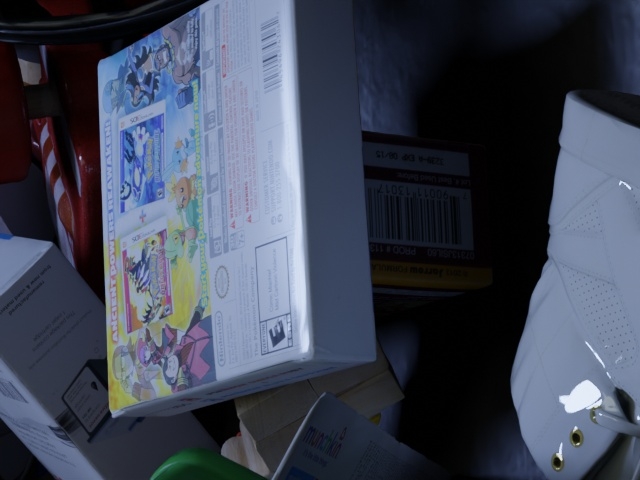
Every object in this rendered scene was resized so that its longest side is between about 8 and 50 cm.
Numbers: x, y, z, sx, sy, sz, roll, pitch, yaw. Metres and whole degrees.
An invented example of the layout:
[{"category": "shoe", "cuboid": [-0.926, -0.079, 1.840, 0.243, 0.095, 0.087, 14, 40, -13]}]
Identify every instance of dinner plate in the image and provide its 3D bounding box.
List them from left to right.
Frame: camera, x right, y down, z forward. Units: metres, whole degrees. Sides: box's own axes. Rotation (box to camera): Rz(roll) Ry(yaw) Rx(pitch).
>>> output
[{"category": "dinner plate", "cuboid": [-0.245, 0.144, 1.483, 0.141, 0.017, 0.141, -34, 50, 52]}]

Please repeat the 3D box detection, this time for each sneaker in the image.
[{"category": "sneaker", "cuboid": [0.172, 0.055, 0.738, 0.292, 0.108, 0.169, -135, 54, -64]}]

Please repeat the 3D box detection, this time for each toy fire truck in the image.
[{"category": "toy fire truck", "cuboid": [-0.183, -0.098, 1.307, 0.254, 0.169, 0.302, 100, 155, -50]}]

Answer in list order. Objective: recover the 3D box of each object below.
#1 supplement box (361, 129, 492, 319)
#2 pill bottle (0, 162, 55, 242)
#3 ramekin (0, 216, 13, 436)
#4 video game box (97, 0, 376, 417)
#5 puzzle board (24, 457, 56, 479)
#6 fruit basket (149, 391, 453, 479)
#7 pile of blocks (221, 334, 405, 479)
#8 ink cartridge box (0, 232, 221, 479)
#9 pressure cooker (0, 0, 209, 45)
[{"category": "supplement box", "cuboid": [0.000, 0.000, 1.021, 0.188, 0.104, 0.081, -20, 68, 57]}, {"category": "pill bottle", "cuboid": [-0.317, -0.021, 1.523, 0.229, 0.131, 0.131, 2, 88, 54]}, {"category": "ramekin", "cuboid": [-0.351, 0.060, 1.399, 0.277, 0.135, 0.277, 23, 130, 31]}, {"category": "video game box", "cuboid": [-0.049, -0.021, 0.949, 0.187, 0.048, 0.205, -18, 70, 48]}, {"category": "puzzle board", "cuboid": [-0.225, 0.211, 1.460, 0.128, 0.011, 0.096, -33, 57, 52]}, {"category": "fruit basket", "cuboid": [-0.047, 0.227, 0.808, 0.327, 0.165, 0.353, -62, -10, -5]}, {"category": "pile of blocks", "cuboid": [-0.033, 0.198, 1.048, 0.113, 0.149, 0.362, -112, 45, -68]}, {"category": "ink cartridge box", "cuboid": [-0.175, 0.091, 1.220, 0.082, 0.191, 0.139, -47, 25, -19]}, {"category": "pressure cooker", "cuboid": [-0.134, -0.320, 1.004, 0.370, 0.375, 0.421, -17, 85, 63]}]
